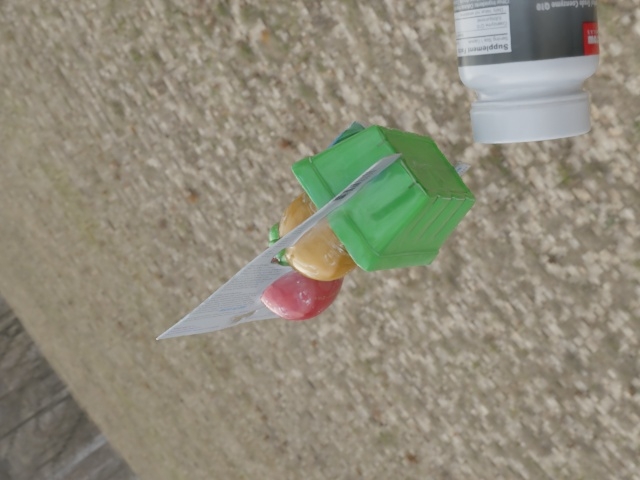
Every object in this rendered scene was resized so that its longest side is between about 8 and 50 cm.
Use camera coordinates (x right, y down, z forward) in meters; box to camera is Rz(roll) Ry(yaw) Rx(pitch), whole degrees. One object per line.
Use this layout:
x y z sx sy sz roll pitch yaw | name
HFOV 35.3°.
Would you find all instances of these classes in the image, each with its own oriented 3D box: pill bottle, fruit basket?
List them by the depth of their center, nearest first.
0.235 -0.260 1.152 0.161 0.161 0.283 11 109 60 | pill bottle
0.000 0.000 1.241 0.165 0.353 0.327 62 -156 12 | fruit basket
